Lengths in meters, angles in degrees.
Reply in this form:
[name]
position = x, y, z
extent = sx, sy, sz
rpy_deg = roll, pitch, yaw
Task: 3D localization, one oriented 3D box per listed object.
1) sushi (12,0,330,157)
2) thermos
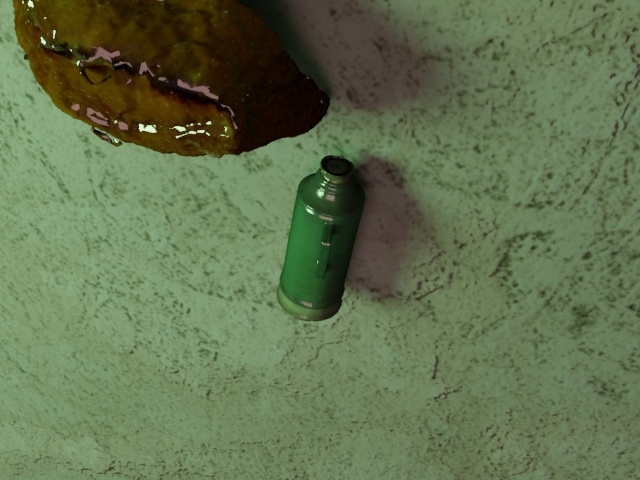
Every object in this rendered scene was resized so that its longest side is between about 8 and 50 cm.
[sushi]
position = -0.138, -0.180, 0.937
extent = 0.296, 0.179, 0.167
rpy_deg = 19, 151, 6
[thermos]
position = -0.001, -0.003, 1.085
extent = 0.073, 0.083, 0.188
rpy_deg = 32, 136, 21
